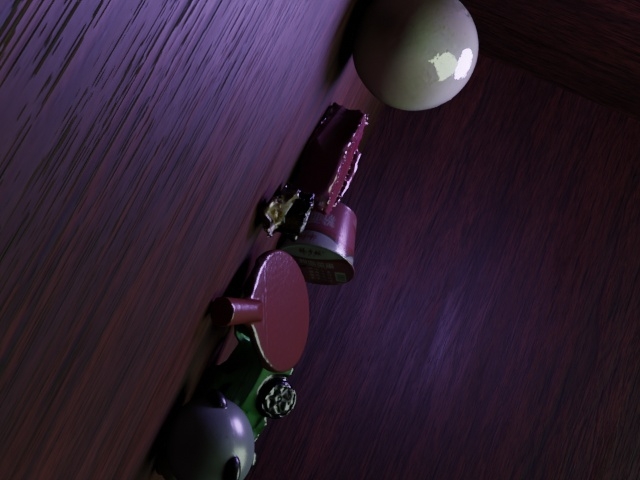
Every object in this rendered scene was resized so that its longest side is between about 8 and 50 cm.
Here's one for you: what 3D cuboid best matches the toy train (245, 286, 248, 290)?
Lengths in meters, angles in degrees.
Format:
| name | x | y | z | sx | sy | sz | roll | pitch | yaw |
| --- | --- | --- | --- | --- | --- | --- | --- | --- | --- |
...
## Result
| name | x | y | z | sx | sy | sz | roll | pitch | yaw |
| --- | --- | --- | --- | --- | --- | --- | --- | --- | --- |
| toy train | -0.129 | 0.129 | 1.596 | 0.188 | 0.099 | 0.072 | 103 | 11 | -69 |

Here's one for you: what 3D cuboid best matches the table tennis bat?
| name | x | y | z | sx | sy | sz | roll | pitch | yaw |
| --- | --- | --- | --- | --- | --- | --- | --- | --- | --- |
| table tennis bat | -0.108 | 0.149 | 1.373 | 0.414 | 0.051 | 0.268 | 13 | 73 | -69 |

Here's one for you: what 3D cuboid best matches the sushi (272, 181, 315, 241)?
| name | x | y | z | sx | sy | sz | roll | pitch | yaw |
| --- | --- | --- | --- | --- | --- | --- | --- | --- | --- |
| sushi | -0.063 | -0.066 | 1.405 | 0.098 | 0.084 | 0.094 | 117 | -4 | -46 |

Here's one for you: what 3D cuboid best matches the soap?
| name | x | y | z | sx | sy | sz | roll | pitch | yaw |
| --- | --- | --- | --- | --- | --- | --- | --- | --- | --- |
| soap | 0.014 | -0.181 | 1.577 | 0.182 | 0.112 | 0.289 | 96 | 18 | -46 |

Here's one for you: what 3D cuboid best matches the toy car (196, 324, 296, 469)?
| name | x | y | z | sx | sy | sz | roll | pitch | yaw |
| --- | --- | --- | --- | --- | --- | --- | --- | --- | --- |
| toy car | -0.198 | 0.367 | 1.528 | 0.359 | 0.176 | 0.213 | -56 | -154 | -10 |

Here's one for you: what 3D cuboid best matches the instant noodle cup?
| name | x | y | z | sx | sy | sz | roll | pitch | yaw |
| --- | --- | --- | --- | --- | --- | --- | --- | --- | --- |
| instant noodle cup | 0.000 | 0.000 | 1.870 | 0.235 | 0.234 | 0.178 | 108 | -4 | -61 |

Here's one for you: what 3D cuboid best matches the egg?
| name | x | y | z | sx | sy | sz | roll | pitch | yaw |
| --- | --- | --- | --- | --- | --- | --- | --- | --- | --- |
| egg | 0.208 | -0.435 | 1.471 | 0.345 | 0.283 | 0.283 | -28 | 144 | -62 |

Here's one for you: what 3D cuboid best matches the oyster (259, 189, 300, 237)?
| name | x | y | z | sx | sy | sz | roll | pitch | yaw |
| --- | --- | --- | --- | --- | --- | --- | --- | --- | --- |
| oyster | -0.091 | -0.056 | 1.303 | 0.103 | 0.051 | 0.148 | -43 | 164 | -31 |

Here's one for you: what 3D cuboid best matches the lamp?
| name | x | y | z | sx | sy | sz | roll | pitch | yaw |
| --- | --- | --- | --- | --- | --- | --- | --- | --- | --- |
| lamp | -0.238 | 0.429 | 1.330 | 0.244 | 0.197 | 0.198 | -46 | -169 | 43 |
